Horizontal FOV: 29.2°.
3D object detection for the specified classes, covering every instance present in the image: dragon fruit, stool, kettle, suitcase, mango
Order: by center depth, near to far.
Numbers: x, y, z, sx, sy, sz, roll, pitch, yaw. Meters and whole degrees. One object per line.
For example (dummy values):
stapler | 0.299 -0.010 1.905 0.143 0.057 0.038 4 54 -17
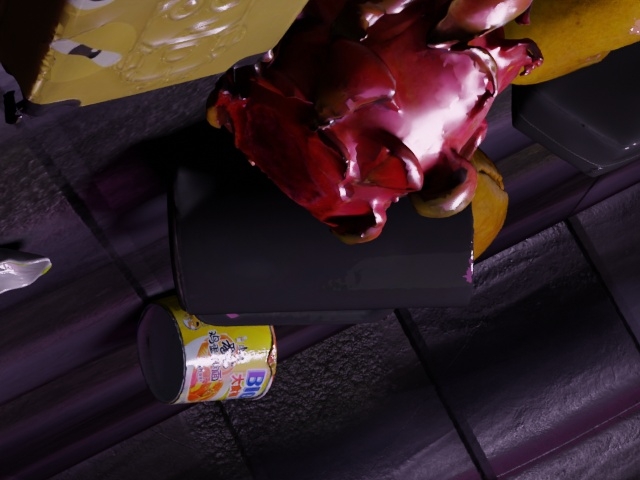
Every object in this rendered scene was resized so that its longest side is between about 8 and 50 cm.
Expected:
suitcase | -0.100 -0.184 0.711 0.193 0.143 0.235 -19 166 -31
dragon fruit | 0.059 -0.147 0.923 0.307 0.227 0.243 -35 -152 47
mango | 0.269 -0.254 1.209 0.262 0.167 0.130 -30 154 26
kettle | -0.001 -0.015 1.332 0.308 0.203 0.262 -5 173 0
stool | 0.332 -0.198 1.421 0.232 0.232 0.141 -26 170 -7

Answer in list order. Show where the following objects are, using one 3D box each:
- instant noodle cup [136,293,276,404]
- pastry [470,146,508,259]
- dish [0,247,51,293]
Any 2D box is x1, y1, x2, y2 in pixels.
instant noodle cup | -0.180 0.156 1.874 0.153 0.205 0.205 -6 157 -35
pastry | 0.070 -0.026 1.558 0.356 0.164 0.356 -19 149 -11
dish | -0.352 0.030 1.301 0.137 0.039 0.091 -16 158 -47
